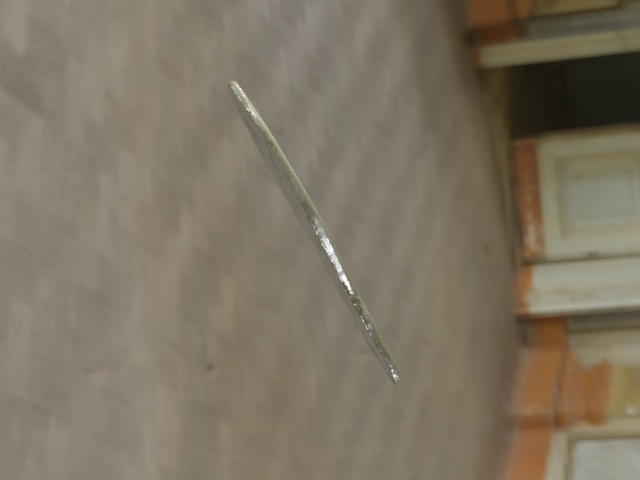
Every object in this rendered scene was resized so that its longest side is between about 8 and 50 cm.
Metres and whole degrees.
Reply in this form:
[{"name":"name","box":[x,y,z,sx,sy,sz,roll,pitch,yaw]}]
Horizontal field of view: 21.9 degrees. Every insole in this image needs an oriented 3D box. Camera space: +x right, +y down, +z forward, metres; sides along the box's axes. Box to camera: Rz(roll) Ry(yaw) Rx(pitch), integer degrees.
[{"name":"insole","box":[0.000,0.000,0.694,0.065,0.006,0.193,56,-4,43]}]
